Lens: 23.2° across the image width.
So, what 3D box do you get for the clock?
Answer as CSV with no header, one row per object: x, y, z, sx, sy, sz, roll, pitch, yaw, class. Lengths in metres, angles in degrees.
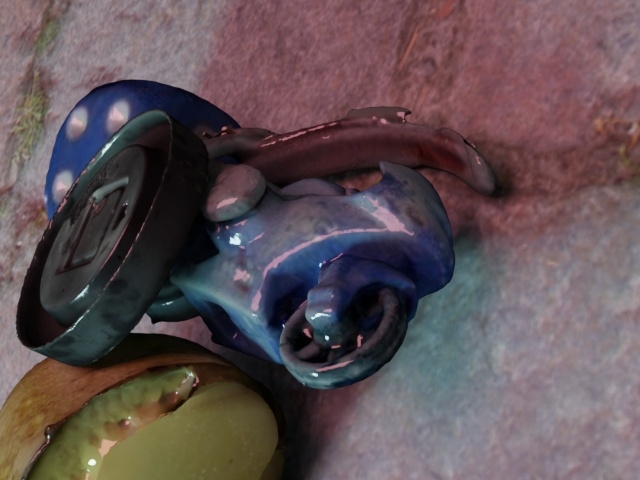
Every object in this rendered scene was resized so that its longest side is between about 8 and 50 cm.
-0.163,-0.002,1.226,0.215,0.042,0.215,-43,29,31,clock

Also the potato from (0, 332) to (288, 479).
-0.172,0.187,1.269,0.242,0.242,0.285,38,110,48,potato

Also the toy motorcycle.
-0.013,-0.014,1.223,0.319,0.182,0.241,18,83,48,toy motorcycle

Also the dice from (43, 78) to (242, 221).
-0.154,-0.055,1.415,0.146,0.143,0.146,-2,68,45,dice
